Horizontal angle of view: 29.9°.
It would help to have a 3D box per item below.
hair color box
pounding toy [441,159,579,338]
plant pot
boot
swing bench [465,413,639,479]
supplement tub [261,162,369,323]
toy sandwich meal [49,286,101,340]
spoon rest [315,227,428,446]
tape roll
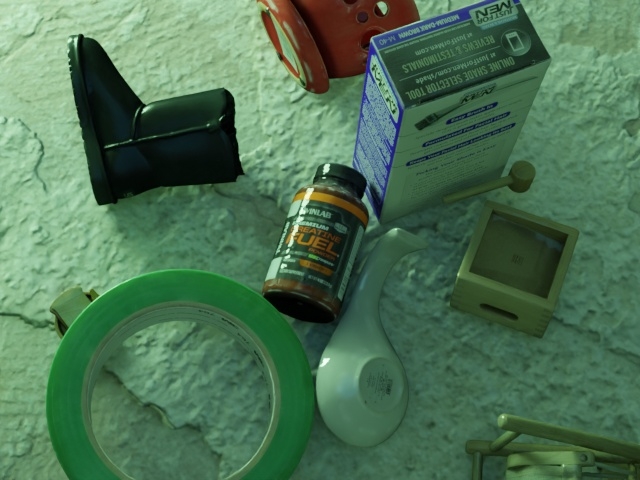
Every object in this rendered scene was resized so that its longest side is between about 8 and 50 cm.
[{"bbox_3d":[0.150,-0.154,1.489,0.185,0.339,0.110,-20,72,-10],"label":"hair color box"},{"bbox_3d":[0.239,-0.001,1.574,0.181,0.094,0.206,19,60,9],"label":"pounding toy"},{"bbox_3d":[0.017,-0.308,1.626,0.174,0.191,0.191,-29,73,-7],"label":"plant pot"},{"bbox_3d":[-0.219,-0.177,1.606,0.207,0.094,0.246,-13,77,-4],"label":"boot"},{"bbox_3d":[0.305,0.357,1.402,0.255,0.165,0.253,9,68,-6],"label":"swing bench"},{"bbox_3d":[0.000,0.000,1.547,0.106,0.106,0.197,16,69,3],"label":"supplement tub"},{"bbox_3d":[-0.304,0.097,1.532,0.086,0.029,0.085,1,69,-3],"label":"toy sandwich meal"},{"bbox_3d":[0.068,0.125,1.514,0.137,0.084,0.276,25,69,-28],"label":"spoon rest"},{"bbox_3d":[-0.170,0.198,1.463,0.321,0.077,0.321,2,73,-7],"label":"tape roll"}]
